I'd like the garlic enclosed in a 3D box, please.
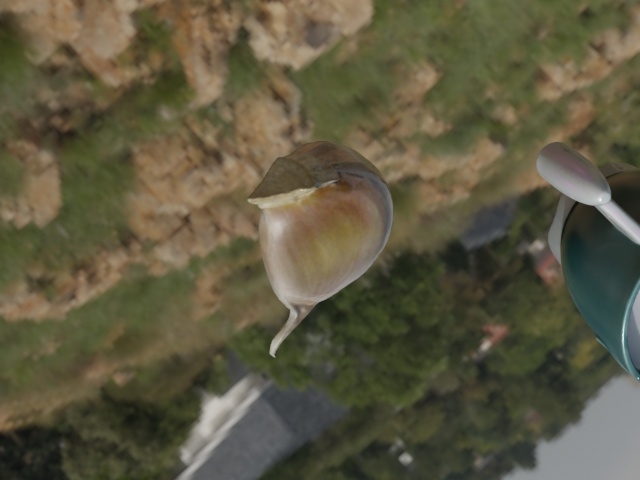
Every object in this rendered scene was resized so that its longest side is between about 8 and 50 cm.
[{"bbox_3d":[0.003,0.003,1.450,0.148,0.128,0.266,-10,131,-5],"label":"garlic"}]

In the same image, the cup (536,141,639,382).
[{"bbox_3d":[0.274,0.016,1.163,0.167,0.300,0.173,-48,-148,3],"label":"cup"}]
